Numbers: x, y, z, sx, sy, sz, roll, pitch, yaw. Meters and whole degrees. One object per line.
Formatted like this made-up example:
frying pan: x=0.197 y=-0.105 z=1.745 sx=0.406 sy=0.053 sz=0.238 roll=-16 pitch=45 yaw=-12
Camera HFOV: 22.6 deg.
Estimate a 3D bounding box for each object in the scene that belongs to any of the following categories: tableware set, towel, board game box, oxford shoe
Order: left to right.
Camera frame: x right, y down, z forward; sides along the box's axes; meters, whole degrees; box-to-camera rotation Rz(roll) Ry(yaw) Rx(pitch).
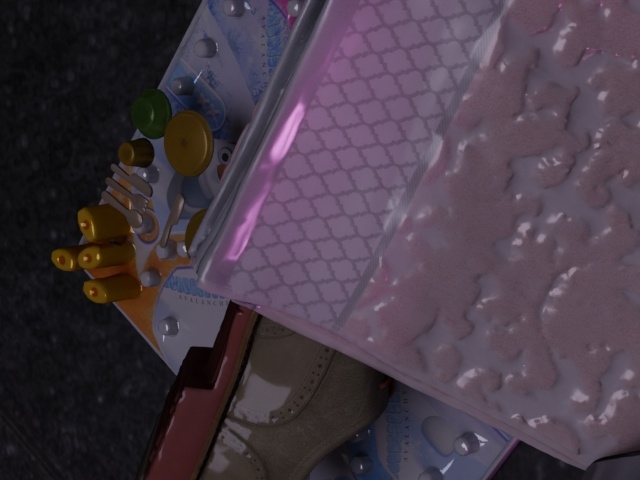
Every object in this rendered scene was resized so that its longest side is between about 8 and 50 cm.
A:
tableware set: x=-0.090 y=-0.039 z=1.146 sx=0.154 sy=0.024 sz=0.104 roll=34 pitch=115 yaw=31
board game box: x=0.000 y=0.000 z=1.126 sx=0.390 sy=0.050 sz=0.390 roll=46 pitch=124 yaw=23
oxford shoe: x=0.000 y=0.048 z=1.054 sx=0.130 sy=0.123 sz=0.348 roll=25 pitch=110 yaw=-8
towel: x=0.122 y=-0.049 z=0.905 sx=0.317 sy=0.053 sz=0.332 roll=23 pitch=114 yaw=-5

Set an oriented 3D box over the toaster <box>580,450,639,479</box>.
toaster: x=0.224 y=0.195 z=0.885 sx=0.168 sy=0.110 sz=0.186 roll=-16 pitch=118 yaw=50
